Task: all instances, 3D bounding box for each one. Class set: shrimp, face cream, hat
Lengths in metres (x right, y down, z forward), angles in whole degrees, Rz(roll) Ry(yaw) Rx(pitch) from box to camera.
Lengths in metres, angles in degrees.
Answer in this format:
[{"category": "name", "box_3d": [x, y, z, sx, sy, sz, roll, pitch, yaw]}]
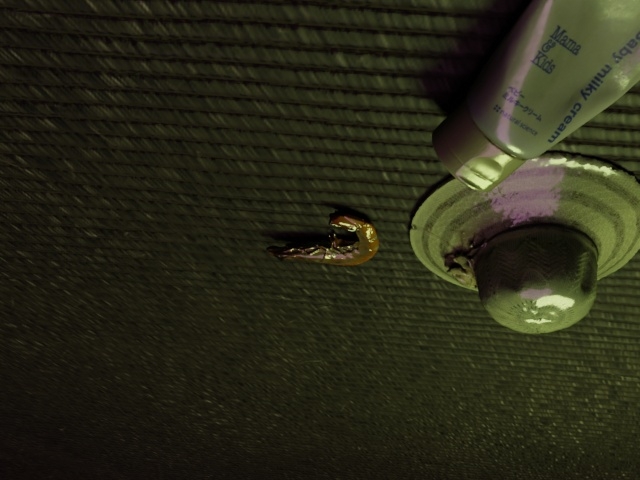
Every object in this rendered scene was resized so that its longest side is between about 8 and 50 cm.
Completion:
[{"category": "shrimp", "box_3d": [0.000, 0.000, 0.721, 0.126, 0.025, 0.091, -4, 145, 7]}, {"category": "face cream", "box_3d": [0.178, -0.130, 0.479, 0.114, 0.070, 0.224, 24, 134, -25]}, {"category": "hat", "box_3d": [0.214, 0.035, 0.666, 0.251, 0.110, 0.252, 4, 146, 3]}]
